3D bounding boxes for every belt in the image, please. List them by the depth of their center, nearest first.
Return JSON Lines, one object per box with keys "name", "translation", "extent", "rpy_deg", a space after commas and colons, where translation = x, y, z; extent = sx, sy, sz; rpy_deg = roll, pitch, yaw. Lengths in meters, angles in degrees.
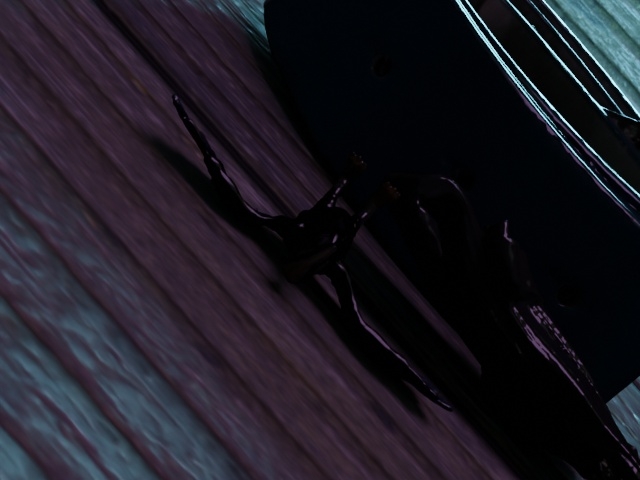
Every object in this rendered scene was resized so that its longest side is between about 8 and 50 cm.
{"name": "belt", "translation": [0.125, -0.085, 1.145], "extent": [0.300, 0.173, 0.436], "rpy_deg": [23, 28, -51]}

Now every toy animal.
{"name": "toy animal", "translation": [0.000, 0.000, 0.831], "extent": [0.220, 0.062, 0.108], "rpy_deg": [46, 32, -9]}

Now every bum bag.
{"name": "bum bag", "translation": [0.115, 0.061, 0.917], "extent": [0.248, 0.060, 0.123], "rpy_deg": [58, -5, -4]}
